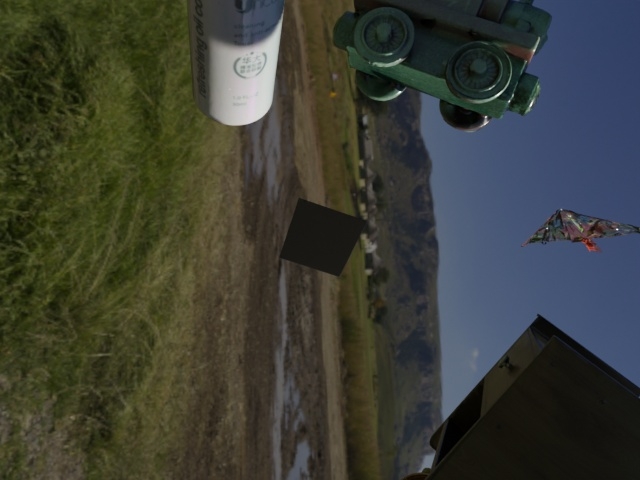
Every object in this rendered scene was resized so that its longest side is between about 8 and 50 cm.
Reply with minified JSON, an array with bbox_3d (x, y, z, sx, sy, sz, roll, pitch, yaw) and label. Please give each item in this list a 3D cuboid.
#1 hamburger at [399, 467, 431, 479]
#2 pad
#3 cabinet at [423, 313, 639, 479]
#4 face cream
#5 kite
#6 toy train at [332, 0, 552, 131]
[{"bbox_3d":[0.262,0.566,1.028,0.212,0.274,0.274,22,53,-32],"label":"hamburger"},{"bbox_3d":[0.000,0.000,1.038,0.190,0.127,0.004,113,-5,-51],"label":"pad"},{"bbox_3d":[0.219,0.205,0.576,0.215,0.148,0.175,-53,167,11],"label":"cabinet"},{"bbox_3d":[-0.073,-0.231,0.488,0.311,0.092,0.092,111,-21,-61],"label":"face cream"},{"bbox_3d":[0.435,-0.014,0.945,0.189,0.232,0.009,30,66,-39],"label":"kite"},{"bbox_3d":[0.179,-0.294,0.789,0.150,0.304,0.221,61,54,-78],"label":"toy train"}]
